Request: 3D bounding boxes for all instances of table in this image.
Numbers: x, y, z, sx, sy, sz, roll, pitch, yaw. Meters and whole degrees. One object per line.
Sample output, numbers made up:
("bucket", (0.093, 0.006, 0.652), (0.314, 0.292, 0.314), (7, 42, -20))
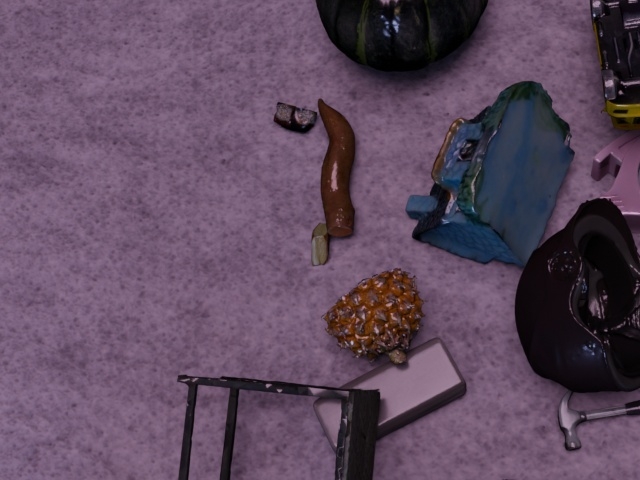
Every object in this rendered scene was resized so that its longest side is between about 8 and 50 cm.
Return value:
("table", (-0.073, 0.380, 1.591), (0.272, 0.222, 0.335), (4, 83, 13))

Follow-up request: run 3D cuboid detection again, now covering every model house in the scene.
("model house", (0.259, -0.124, 1.777), (0.241, 0.226, 0.261), (7, 66, 47))

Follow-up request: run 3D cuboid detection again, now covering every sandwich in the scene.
("sandwich", (0.000, 0.000, 1.860), (0.030, 0.044, 0.083), (2, 71, 8))

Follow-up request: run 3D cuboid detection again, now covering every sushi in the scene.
("sushi", (-0.048, -0.229, 1.969), (0.083, 0.044, 0.046), (17, 95, 20))

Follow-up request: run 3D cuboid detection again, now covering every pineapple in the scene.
("pineapple", (0.105, 0.144, 1.719), (0.176, 0.161, 0.137), (-30, 71, 4))

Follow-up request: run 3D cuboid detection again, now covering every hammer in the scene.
("hammer", (0.498, 0.259, 1.655), (0.246, 0.029, 0.103), (-12, 67, 6))

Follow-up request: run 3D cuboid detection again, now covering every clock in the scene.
("clock", (0.567, -0.058, 1.735), (0.290, 0.080, 0.275), (-20, 66, 5))

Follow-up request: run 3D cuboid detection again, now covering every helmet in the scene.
("helmet", (0.403, 0.099, 1.646), (0.177, 0.225, 0.306), (-25, 60, 42))

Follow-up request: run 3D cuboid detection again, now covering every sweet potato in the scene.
("sweet potato", (0.032, -0.139, 1.898), (0.067, 0.059, 0.281), (-23, 56, 42))

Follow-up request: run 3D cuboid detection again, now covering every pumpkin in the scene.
("pumpkin", (0.147, -0.460, 1.899), (0.323, 0.241, 0.323), (-5, 57, 7))

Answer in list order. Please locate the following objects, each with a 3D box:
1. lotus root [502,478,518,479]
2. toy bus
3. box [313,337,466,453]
("lotus root", (0.378, 0.490, 1.548), (0.329, 0.167, 0.078), (38, 124, 23))
("toy bus", (0.532, -0.297, 1.749), (0.144, 0.152, 0.330), (-6, 46, 13))
("box", (0.113, 0.258, 1.725), (0.243, 0.055, 0.103), (-27, 65, 1))
